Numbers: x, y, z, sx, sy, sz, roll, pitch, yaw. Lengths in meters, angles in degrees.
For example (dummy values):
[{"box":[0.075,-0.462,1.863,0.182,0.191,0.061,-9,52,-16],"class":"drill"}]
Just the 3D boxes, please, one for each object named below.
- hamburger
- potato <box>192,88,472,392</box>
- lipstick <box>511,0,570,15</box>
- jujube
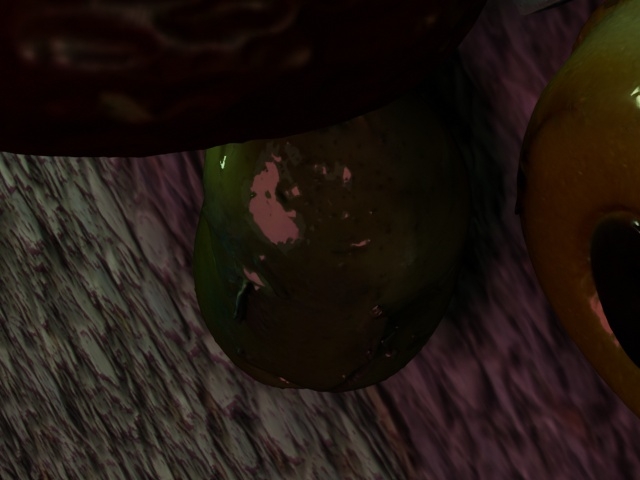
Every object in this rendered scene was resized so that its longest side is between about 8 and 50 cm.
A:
[{"box":[0.180,-0.007,0.776,0.237,0.147,0.237,47,152,34],"class":"hamburger"},{"box":[0.000,0.000,1.067,0.169,0.143,0.248,58,151,21],"class":"potato"},{"box":[0.171,-0.165,0.730,0.290,0.077,0.076,-19,96,59],"class":"lipstick"},{"box":[-0.064,-0.148,0.872,0.223,0.318,0.223,28,127,45],"class":"jujube"}]
